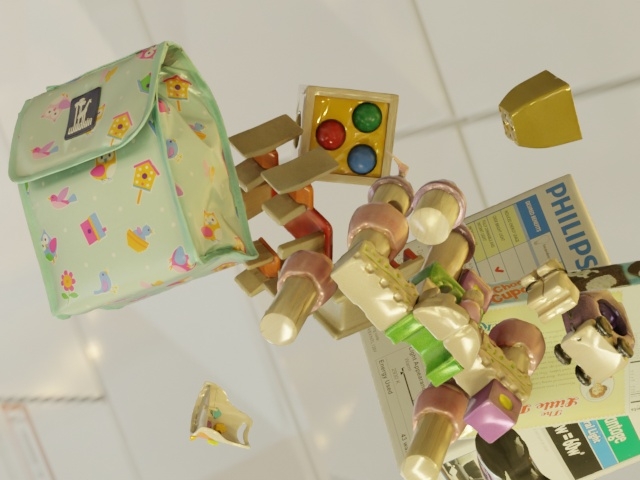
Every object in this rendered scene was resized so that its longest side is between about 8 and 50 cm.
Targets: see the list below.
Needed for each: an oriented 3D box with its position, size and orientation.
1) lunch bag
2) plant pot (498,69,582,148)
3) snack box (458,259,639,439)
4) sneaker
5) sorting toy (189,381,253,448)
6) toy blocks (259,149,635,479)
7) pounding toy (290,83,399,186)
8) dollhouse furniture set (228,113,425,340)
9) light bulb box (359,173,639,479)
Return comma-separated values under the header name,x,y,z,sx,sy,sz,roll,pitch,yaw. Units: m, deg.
name,x,y,z,sx,sy,sz,roll,pitch,yaw
lunch bag,-0.217,-0.070,1.682,0.223,0.262,0.160,-19,175,30
plant pot,0.281,-0.163,1.985,0.083,0.081,0.081,-22,-156,-7
snack box,0.305,0.128,1.820,0.321,0.187,0.060,-8,-152,-2
sneaker,0.236,0.292,1.732,0.072,0.178,0.077,-23,161,-10
sorting toy,-0.116,0.223,1.840,0.045,0.075,0.083,-59,-163,32
toy blocks,0.150,0.047,1.647,0.309,0.288,0.260,-38,-169,32
pounding toy,0.001,-0.107,2.072,0.181,0.206,0.094,5,-173,-10
dollhouse furniture set,0.000,0.000,1.937,0.135,0.262,0.259,-27,-128,-24
light bulb box,0.264,0.160,2.129,0.361,0.225,0.358,-23,-129,10
